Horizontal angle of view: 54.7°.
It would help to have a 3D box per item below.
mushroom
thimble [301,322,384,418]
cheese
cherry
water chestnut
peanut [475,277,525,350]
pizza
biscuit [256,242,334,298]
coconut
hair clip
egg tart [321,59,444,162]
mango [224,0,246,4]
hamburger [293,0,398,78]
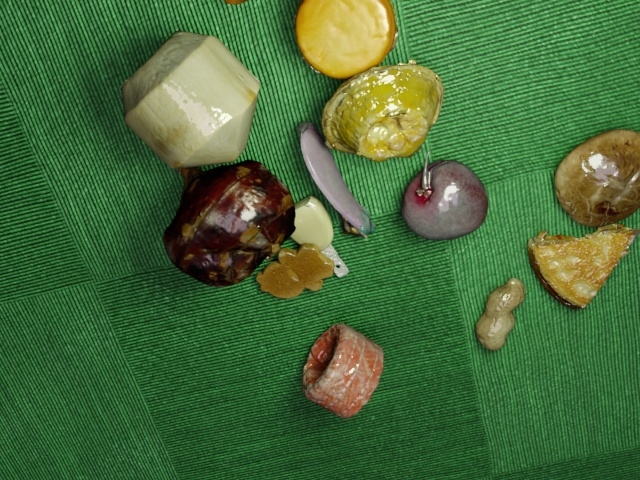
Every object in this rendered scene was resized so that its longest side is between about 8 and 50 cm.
[{"bbox_3d":[0.742,-0.154,1.581,0.278,0.146,0.278,0,120,0],"label":"mushroom"},{"bbox_3d":[0.062,0.368,1.748,0.162,0.239,0.239,29,109,-16],"label":"thimble"},{"bbox_3d":[0.000,0.000,1.689,0.127,0.054,0.251,-30,111,16],"label":"cheese"},{"bbox_3d":[0.315,-0.100,1.578,0.266,0.183,0.213,31,124,-26],"label":"cherry"},{"bbox_3d":[-0.249,-0.068,1.535,0.347,0.335,0.335,45,106,1],"label":"water chestnut"},{"bbox_3d":[0.512,0.209,1.764,0.104,0.085,0.228,9,111,-14],"label":"peanut"},{"bbox_3d":[0.696,0.034,1.698,0.251,0.074,0.287,27,109,-12],"label":"pizza"},{"bbox_3d":[-0.071,0.090,1.717,0.225,0.036,0.166,-35,117,28],"label":"biscuit"},{"bbox_3d":[-0.285,-0.312,1.431,0.323,0.323,0.323,0,113,0],"label":"coconut"},{"bbox_3d":[0.033,-0.143,1.600,0.110,0.095,0.358,-39,119,-18],"label":"hair clip"},{"bbox_3d":[0.156,-0.279,1.465,0.315,0.120,0.315,-11,149,-7],"label":"egg tart"},{"bbox_3d":[-0.147,-0.654,1.380,0.133,0.111,0.267,28,112,5],"label":"mango"},{"bbox_3d":[0.059,-0.495,1.419,0.246,0.170,0.246,5,118,10],"label":"hamburger"}]
